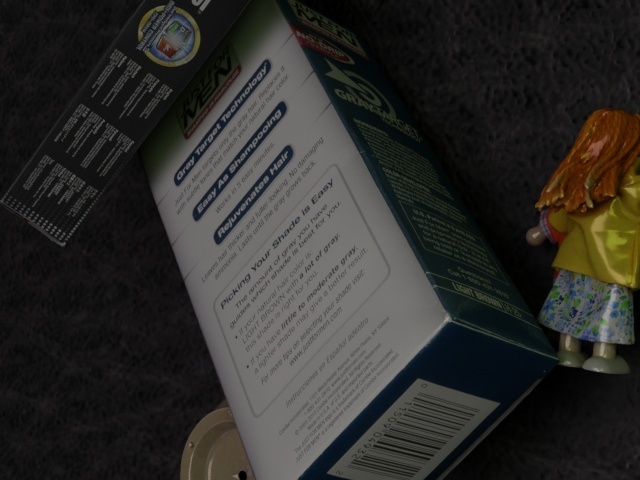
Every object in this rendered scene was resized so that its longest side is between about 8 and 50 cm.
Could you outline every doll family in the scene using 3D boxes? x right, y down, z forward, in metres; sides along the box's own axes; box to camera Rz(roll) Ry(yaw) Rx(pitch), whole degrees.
[{"bbox_3d":[0.214,0.001,0.744,0.263,0.118,0.163,8,89,38],"label":"doll family"}]

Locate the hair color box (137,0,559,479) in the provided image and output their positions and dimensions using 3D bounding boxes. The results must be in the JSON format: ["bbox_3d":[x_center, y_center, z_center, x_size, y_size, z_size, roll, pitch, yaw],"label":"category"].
[{"bbox_3d":[0.000,0.000,0.868,0.174,0.105,0.347,-48,43,23],"label":"hair color box"}]

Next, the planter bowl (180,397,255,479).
[{"bbox_3d":[-0.030,0.164,0.923,0.162,0.109,0.162,-6,80,38],"label":"planter bowl"}]

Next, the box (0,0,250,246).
[{"bbox_3d":[-0.120,-0.149,0.978,0.270,0.060,0.216,-50,14,22],"label":"box"}]
